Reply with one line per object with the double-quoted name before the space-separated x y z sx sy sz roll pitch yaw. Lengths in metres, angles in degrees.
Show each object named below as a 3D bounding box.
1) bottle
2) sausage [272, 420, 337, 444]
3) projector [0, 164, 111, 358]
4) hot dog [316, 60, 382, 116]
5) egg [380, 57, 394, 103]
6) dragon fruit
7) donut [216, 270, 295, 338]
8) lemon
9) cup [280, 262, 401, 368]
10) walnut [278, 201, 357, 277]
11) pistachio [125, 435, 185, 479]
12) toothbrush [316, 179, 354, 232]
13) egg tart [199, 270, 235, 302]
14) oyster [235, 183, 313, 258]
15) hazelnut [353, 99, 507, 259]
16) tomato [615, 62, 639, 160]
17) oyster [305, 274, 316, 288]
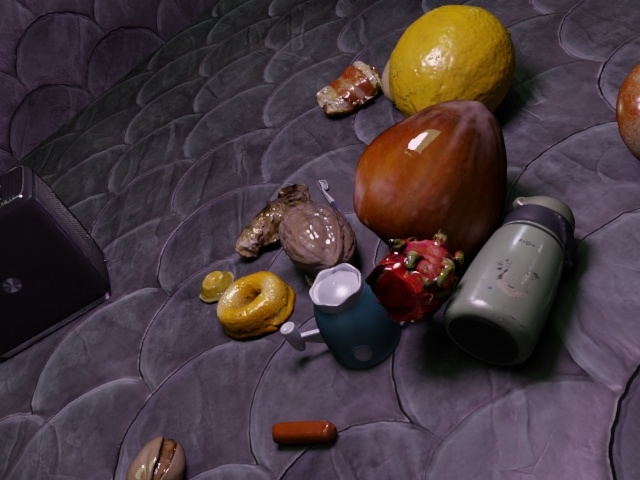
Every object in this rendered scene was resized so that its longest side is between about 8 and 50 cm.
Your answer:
"bottle" 0.371 0.057 1.272 0.168 0.168 0.347 8 48 39
"sausage" -0.030 0.362 1.281 0.131 0.039 0.041 -10 39 25
"projector" -0.849 0.057 1.866 0.395 0.405 0.242 -31 37 -2
"hot dog" 0.095 -0.460 2.107 0.213 0.103 0.146 -34 58 9
"egg" 0.259 -0.478 1.961 0.164 0.164 0.201 15 60 43
"dragon fruit" 0.176 0.057 1.242 0.160 0.166 0.172 1 24 31
"donut" -0.158 0.144 1.588 0.190 0.074 0.174 -10 42 25
"lemon" 0.334 -0.437 1.744 0.336 0.336 0.336 -18 39 15
"cup" 0.061 0.143 1.365 0.299 0.173 0.167 -21 39 11
"walnut" -0.001 0.002 1.570 0.178 0.178 0.230 -31 31 -2
"pistachio" -0.316 0.452 1.322 0.113 0.113 0.149 -13 25 21
"toothbrush" 0.041 -0.087 1.768 0.026 0.024 0.288 -18 35 -8
"egg tart" -0.267 0.111 1.727 0.105 0.039 0.105 -16 40 14
"oyster" -0.122 -0.078 1.817 0.166 0.094 0.294 -17 32 29
"hazelnut" 0.243 -0.125 1.426 0.315 0.372 0.372 32 61 8
"tomato" 0.734 -0.251 1.343 0.270 0.222 0.270 -15 59 27
"oyster" -0.003 0.109 1.535 0.038 0.080 0.083 -58 4 0
